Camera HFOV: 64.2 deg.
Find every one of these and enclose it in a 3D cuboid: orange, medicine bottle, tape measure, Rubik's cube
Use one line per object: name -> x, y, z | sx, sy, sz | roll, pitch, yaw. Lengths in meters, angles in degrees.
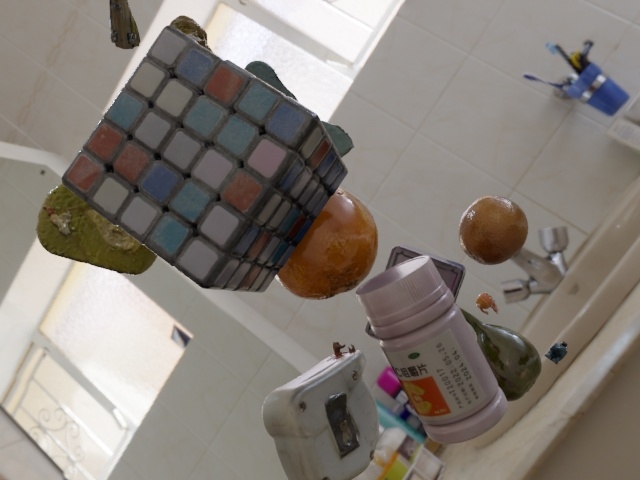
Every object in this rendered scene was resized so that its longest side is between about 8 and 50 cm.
orange -> 0.503, -0.028, 1.495 | 0.206, 0.206, 0.206 | -48, -17, -20
orange -> 0.000, 0.000, 1.078 | 0.246, 0.246, 0.246 | -48, -17, -20
medicine bottle -> 0.163, 0.158, 0.757 | 0.133, 0.249, 0.133 | -26, 4, 2
tape measure -> 0.018, 0.385, 1.105 | 0.130, 0.264, 0.258 | -23, -3, 42
Rubik's cube -> -0.161, -0.107, 0.832 | 0.286, 0.292, 0.293 | -56, -11, 0

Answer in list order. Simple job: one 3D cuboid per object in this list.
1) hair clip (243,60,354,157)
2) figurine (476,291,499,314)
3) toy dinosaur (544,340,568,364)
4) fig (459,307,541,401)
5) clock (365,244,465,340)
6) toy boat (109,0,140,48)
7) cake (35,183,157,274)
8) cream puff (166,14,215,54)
hair clip -> -0.122, -0.190, 1.298 | 0.238, 0.319, 0.391 | 171, 121, -78
figurine -> 0.440, 0.169, 1.336 | 0.047, 0.064, 0.109 | -50, -39, 9
toy dinosaur -> 0.487, 0.228, 1.045 | 0.047, 0.031, 0.083 | -52, -26, 2
fig -> 0.383, 0.241, 1.177 | 0.151, 0.259, 0.151 | -39, -16, -14
clock -> 0.184, 0.118, 0.999 | 0.073, 0.145, 0.193 | -9, -63, -68
toy boat -> -0.568, -0.640, 1.456 | 0.210, 0.085, 0.066 | 108, 166, -52
cake -> -0.484, -0.033, 1.141 | 0.156, 0.261, 0.179 | 13, 84, 61
cream puff -> -0.467, -0.637, 1.757 | 0.244, 0.196, 0.244 | -43, 31, 34
